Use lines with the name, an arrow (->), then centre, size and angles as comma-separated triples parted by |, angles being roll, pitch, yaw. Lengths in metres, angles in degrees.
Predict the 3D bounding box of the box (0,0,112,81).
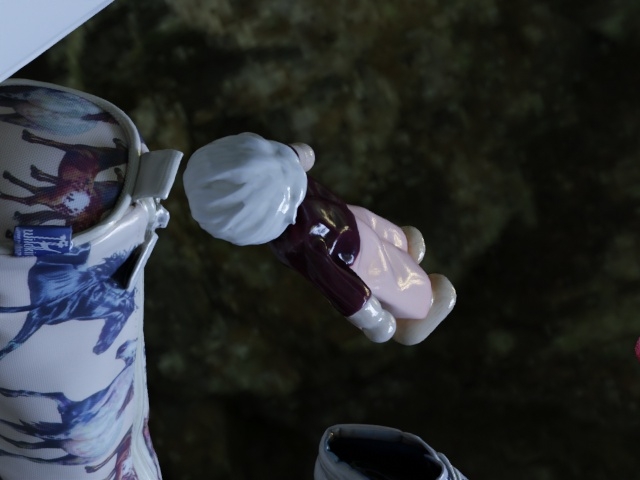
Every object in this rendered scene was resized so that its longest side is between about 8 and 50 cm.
box -> -0.191, -0.236, 0.616 | 0.215, 0.345, 0.168 | 30, -124, 28

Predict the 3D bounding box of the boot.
boot -> 0.112, 0.248, 1.636 | 0.258, 0.123, 0.095 | 17, -121, 10

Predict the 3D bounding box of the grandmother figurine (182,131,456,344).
grandmother figurine -> 0.000, 0.000, 1.500 | 0.104, 0.342, 0.208 | -45, -123, 9

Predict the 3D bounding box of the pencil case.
pencil case -> -0.195, 0.081, 1.317 | 0.184, 0.410, 0.160 | 16, -133, 13

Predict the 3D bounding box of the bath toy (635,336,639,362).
bath toy -> 0.086, 0.171, 0.743 | 0.348, 0.129, 0.151 | -42, -169, -1
